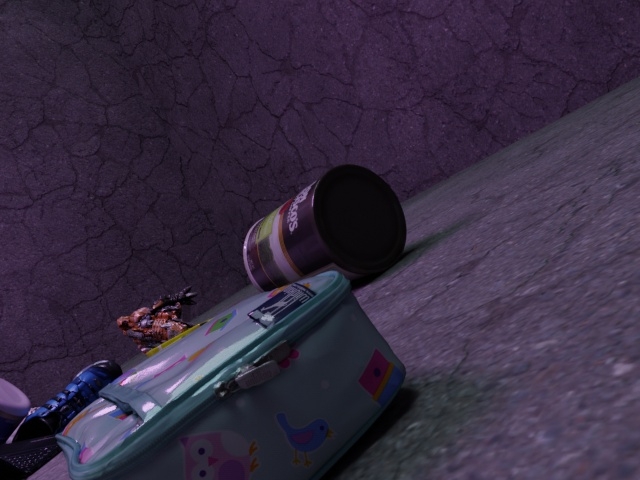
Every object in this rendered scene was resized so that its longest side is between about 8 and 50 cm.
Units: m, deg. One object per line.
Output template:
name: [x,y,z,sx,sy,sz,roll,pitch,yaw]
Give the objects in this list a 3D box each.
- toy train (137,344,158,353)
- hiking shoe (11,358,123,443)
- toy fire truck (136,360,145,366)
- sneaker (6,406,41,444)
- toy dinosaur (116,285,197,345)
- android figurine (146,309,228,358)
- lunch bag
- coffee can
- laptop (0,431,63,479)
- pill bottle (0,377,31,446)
toy train: [-0.428,0.306,1.536,0.125,0.046,0.166,4,-7,-13]
hiking shoe: [-0.605,0.412,1.390,0.304,0.113,0.132,-40,9,3]
toy fire truck: [-0.543,0.394,1.530,0.192,0.047,0.135,-33,4,-43]
sneaker: [-0.744,0.486,1.547,0.235,0.094,0.090,-29,0,0]
toy dinosaur: [-0.445,0.218,1.563,0.322,0.164,0.218,23,22,33]
android figurine: [-0.283,0.228,1.322,0.273,0.056,0.248,-31,-6,20]
lunch bag: [-0.084,0.127,0.438,0.224,0.107,0.279,-31,2,-29]
coffee can: [0.000,0.000,1.108,0.202,0.201,0.275,-32,2,-38]
laptop: [-0.651,0.395,1.117,0.235,0.136,0.264,-15,7,17]
pill bottle: [-0.834,0.465,1.363,0.264,0.153,0.153,-54,6,-9]
